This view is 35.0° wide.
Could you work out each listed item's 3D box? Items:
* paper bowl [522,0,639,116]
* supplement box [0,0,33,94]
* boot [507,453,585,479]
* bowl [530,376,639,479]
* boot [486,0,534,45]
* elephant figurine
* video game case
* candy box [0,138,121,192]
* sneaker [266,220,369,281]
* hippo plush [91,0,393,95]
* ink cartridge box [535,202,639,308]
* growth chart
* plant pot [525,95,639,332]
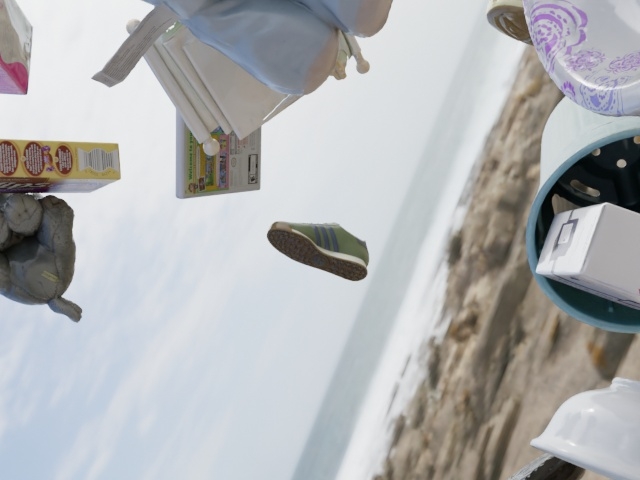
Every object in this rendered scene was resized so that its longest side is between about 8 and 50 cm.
[{"bbox_3d":[0.267,-0.227,0.708,0.284,0.148,0.284,179,90,-71],"label":"paper bowl"},{"bbox_3d":[-0.479,-0.286,1.405,0.220,0.113,0.111,120,153,-80],"label":"supplement box"},{"bbox_3d":[0.423,0.561,1.869,0.348,0.260,0.131,-37,-7,-20],"label":"boot"},{"bbox_3d":[0.449,0.272,1.384,0.298,0.297,0.134,88,-158,-82],"label":"bowl"},{"bbox_3d":[0.297,-0.303,1.047,0.095,0.261,0.204,165,106,-79],"label":"boot"},{"bbox_3d":[-0.420,-0.016,1.386,0.239,0.169,0.186,28,107,59],"label":"elephant figurine"},{"bbox_3d":[-0.179,-0.187,1.801,0.193,0.023,0.212,-10,-74,-48],"label":"video game case"},{"bbox_3d":[-0.359,-0.092,1.276,0.109,0.186,0.053,-13,82,54],"label":"candy box"},{"bbox_3d":[0.000,0.000,1.799,0.086,0.192,0.064,-75,13,-45],"label":"sneaker"},{"bbox_3d":[-0.074,-0.262,0.873,0.294,0.234,0.236,-32,34,11],"label":"hippo plush"},{"bbox_3d":[0.407,0.028,1.359,0.237,0.172,0.100,133,157,-88],"label":"ink cartridge box"},{"bbox_3d":[-0.064,-0.196,0.999,0.237,0.172,0.021,-34,22,-27],"label":"growth chart"},{"bbox_3d":[0.489,-0.088,1.602,0.334,0.341,0.341,-76,5,-59],"label":"plant pot"}]
